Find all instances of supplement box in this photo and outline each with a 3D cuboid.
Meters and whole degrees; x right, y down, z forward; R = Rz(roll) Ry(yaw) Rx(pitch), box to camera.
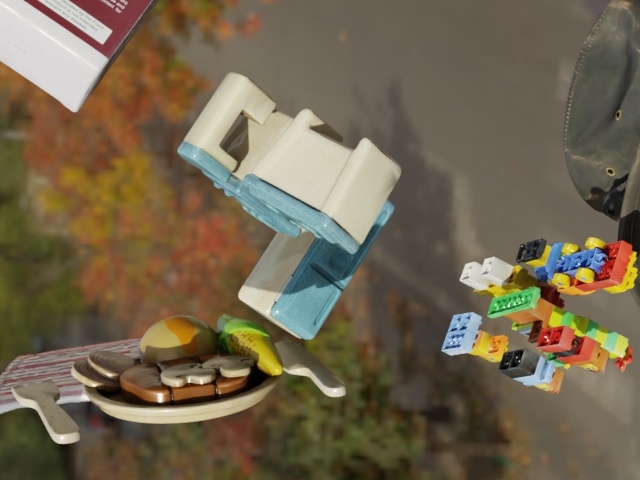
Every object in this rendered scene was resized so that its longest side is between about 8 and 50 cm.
[{"bbox_3d":[-0.159,-0.224,1.431,0.239,0.130,0.073,-58,5,-30],"label":"supplement box"}]

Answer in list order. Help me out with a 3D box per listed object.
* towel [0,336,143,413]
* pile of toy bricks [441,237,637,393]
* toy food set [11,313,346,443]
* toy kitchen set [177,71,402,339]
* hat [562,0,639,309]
[{"bbox_3d":[-0.240,0.135,1.934,0.197,0.144,0.029,-78,-22,-80],"label":"towel"},{"bbox_3d":[0.187,0.068,1.514,0.212,0.105,0.118,-17,50,64],"label":"pile of toy bricks"},{"bbox_3d":[-0.089,0.078,1.247,0.132,0.192,0.038,-150,53,-66],"label":"toy food set"},{"bbox_3d":[0.000,0.000,1.351,0.166,0.207,0.122,29,84,40],"label":"toy kitchen set"},{"bbox_3d":[0.276,-0.109,1.597,0.134,0.331,0.331,22,113,33],"label":"hat"}]
